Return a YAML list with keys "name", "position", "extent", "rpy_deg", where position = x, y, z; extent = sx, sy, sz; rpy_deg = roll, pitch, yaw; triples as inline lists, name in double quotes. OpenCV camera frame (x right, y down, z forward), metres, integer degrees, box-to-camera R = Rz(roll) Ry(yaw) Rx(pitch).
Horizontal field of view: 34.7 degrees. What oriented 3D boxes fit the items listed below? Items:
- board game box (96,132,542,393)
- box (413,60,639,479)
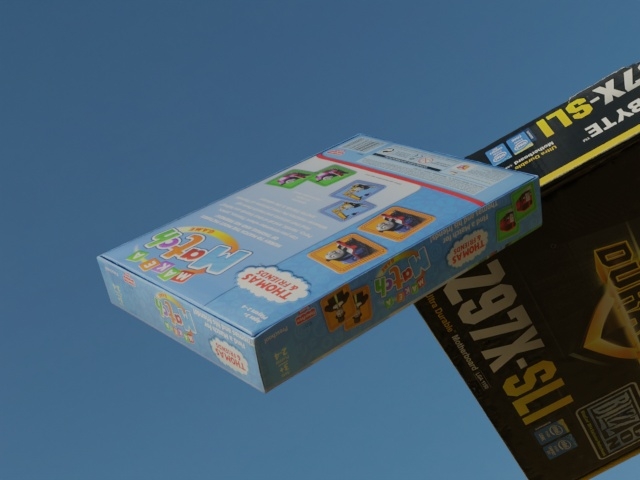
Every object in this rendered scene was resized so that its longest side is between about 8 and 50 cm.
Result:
- name: "board game box"
  position: [0.000, 0.000, 0.603]
  extent: [0.211, 0.160, 0.039]
  rpy_deg: [-27, -60, -31]
- name: "box"
  position: [0.220, 0.040, 0.789]
  extent: [0.257, 0.079, 0.322]
  rpy_deg: [-28, -52, 8]
